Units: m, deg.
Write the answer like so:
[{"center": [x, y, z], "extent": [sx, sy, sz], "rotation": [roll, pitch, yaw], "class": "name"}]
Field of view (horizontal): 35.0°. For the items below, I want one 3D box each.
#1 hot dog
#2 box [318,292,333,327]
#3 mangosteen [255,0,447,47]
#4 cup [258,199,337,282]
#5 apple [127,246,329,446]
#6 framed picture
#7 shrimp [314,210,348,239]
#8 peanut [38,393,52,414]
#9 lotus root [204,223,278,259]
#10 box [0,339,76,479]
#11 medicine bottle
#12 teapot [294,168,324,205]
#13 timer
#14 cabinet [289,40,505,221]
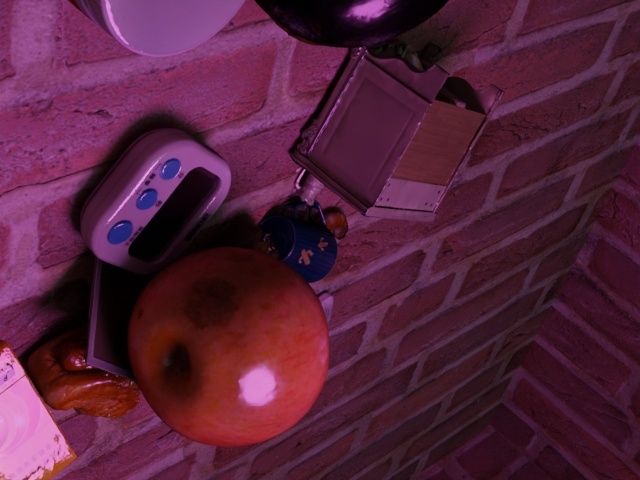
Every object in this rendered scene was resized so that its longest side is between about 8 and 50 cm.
[{"center": [-0.418, 0.241, 1.909], "extent": [0.153, 0.150, 0.256], "rotation": [-41, 153, 8], "class": "hot dog"}, {"center": [-0.036, 0.254, 2.577], "extent": [0.142, 0.044, 0.285], "rotation": [-35, 150, -32], "class": "box"}, {"center": [0.045, -0.449, 1.475], "extent": [0.382, 0.382, 0.435], "rotation": [-43, 168, -10], "class": "mangosteen"}, {"center": [-0.053, -0.007, 2.150], "extent": [0.155, 0.131, 0.177], "rotation": [19, 81, -57], "class": "cup"}, {"center": [-0.166, 0.190, 1.804], "extent": [0.364, 0.364, 0.364], "rotation": [-35, 150, -24], "class": "apple"}, {"center": [-0.346, 0.143, 1.867], "extent": [0.296, 0.019, 0.232], "rotation": [43, 46, -62], "class": "framed picture"}, {"center": [0.000, 0.000, 2.309], "extent": [0.161, 0.049, 0.166], "rotation": [-54, 160, 8], "class": "shrimp"}, {"center": [-0.583, 0.342, 1.841], "extent": [0.214, 0.099, 0.090], "rotation": [-16, 164, -42], "class": "peanut"}, {"center": [-0.186, 0.064, 2.032], "extent": [0.241, 0.123, 0.124], "rotation": [-41, 128, -6], "class": "lotus root"}, {"center": [-0.551, 0.324, 1.772], "extent": [0.152, 0.043, 0.269], "rotation": [-39, 120, -32], "class": "box"}, {"center": [-0.232, -0.393, 1.252], "extent": [0.252, 0.241, 0.253], "rotation": [-35, 149, -25], "class": "medicine bottle"}, {"center": [-0.019, -0.118, 2.115], "extent": [0.067, 0.057, 0.083], "rotation": [29, 106, -17], "class": "teapot"}, {"center": [-0.286, -0.068, 1.754], "extent": [0.262, 0.087, 0.237], "rotation": [-50, 152, 5], "class": "timer"}, {"center": [0.157, -0.234, 2.038], "extent": [0.290, 0.227, 0.318], "rotation": [2, 122, -55], "class": "cabinet"}]
